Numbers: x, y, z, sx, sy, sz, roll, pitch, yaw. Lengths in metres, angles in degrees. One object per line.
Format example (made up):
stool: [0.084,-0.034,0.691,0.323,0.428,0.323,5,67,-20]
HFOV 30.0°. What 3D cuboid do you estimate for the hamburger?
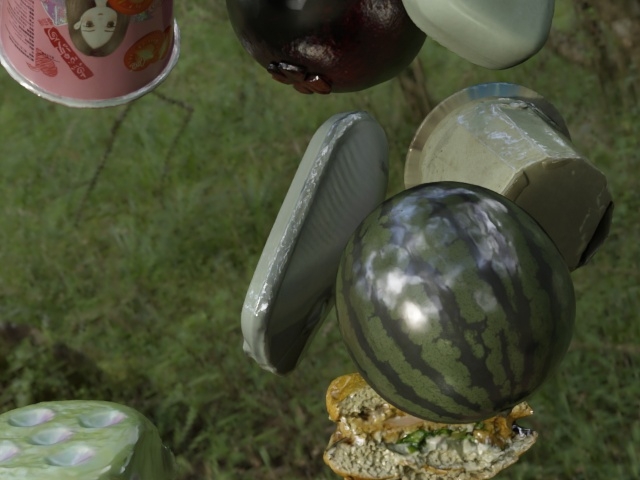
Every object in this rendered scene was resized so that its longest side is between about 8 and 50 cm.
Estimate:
hamburger: [0.127,0.238,1.517,0.283,0.143,0.157,2,-2,-18]

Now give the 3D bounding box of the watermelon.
watermelon: [0.116,0.055,1.031,0.212,0.212,0.212,-17,28,9]

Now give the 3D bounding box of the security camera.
security camera: [0.081,-0.262,1.021,0.080,0.302,0.157,-18,52,51]

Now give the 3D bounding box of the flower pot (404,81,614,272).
flower pot: [0.225,-0.050,1.336,0.212,0.212,0.202,-24,27,-5]

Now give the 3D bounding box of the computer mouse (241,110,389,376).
computer mouse: [0.006,0.002,1.400,0.095,0.197,0.330,15,71,20]

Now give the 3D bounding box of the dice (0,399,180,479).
dice: [-0.341,0.371,1.590,0.255,0.251,0.250,-1,18,12]

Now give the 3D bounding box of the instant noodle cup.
instant noodle cup: [-0.280,-0.325,1.454,0.243,0.231,0.242,6,57,-10]

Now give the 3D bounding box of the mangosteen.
mangosteen: [0.026,-0.384,1.741,0.307,0.307,0.346,11,75,46]
